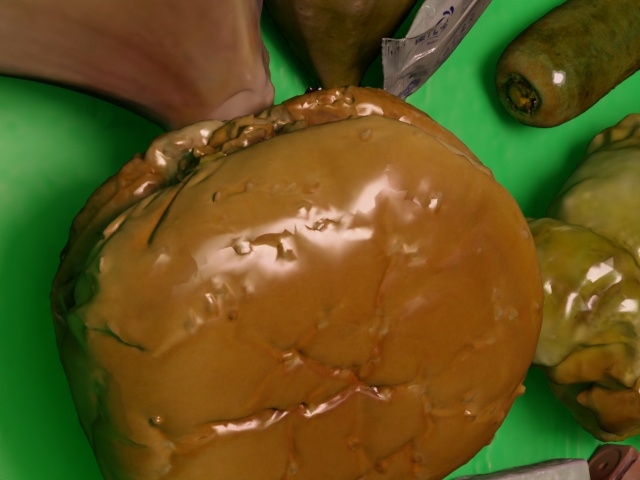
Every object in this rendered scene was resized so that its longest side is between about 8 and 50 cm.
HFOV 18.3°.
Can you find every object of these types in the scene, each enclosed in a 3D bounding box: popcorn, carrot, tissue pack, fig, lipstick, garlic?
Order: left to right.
[{"bbox_3d":[-0.190,-0.201,1.191,0.340,0.246,0.231,2,42,-13],"label":"garlic"},{"bbox_3d":[0.027,-0.172,1.306,0.133,0.126,0.185,-18,92,-41],"label":"fig"},{"bbox_3d":[0.097,-0.168,1.345,0.026,0.122,0.193,34,70,9],"label":"tissue pack"},{"bbox_3d":[0.246,0.209,1.430,0.145,0.045,0.045,47,67,-17],"label":"lipstick"},{"bbox_3d":[0.245,0.037,1.373,0.286,0.174,0.225,-37,108,-26],"label":"popcorn"},{"bbox_3d":[0.260,-0.196,1.457,0.358,0.074,0.074,-39,103,-27],"label":"carrot"}]

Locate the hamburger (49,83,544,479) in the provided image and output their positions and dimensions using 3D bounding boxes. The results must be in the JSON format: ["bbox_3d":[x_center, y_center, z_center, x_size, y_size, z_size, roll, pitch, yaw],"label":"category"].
[{"bbox_3d":[-0.008,0.058,1.193,0.319,0.158,0.318,-11,121,-18],"label":"hamburger"}]

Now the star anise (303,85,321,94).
[{"bbox_3d":[0.008,-0.002,1.284,0.144,0.158,0.140,52,21,24],"label":"star anise"}]

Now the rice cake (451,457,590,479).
[{"bbox_3d":[0.087,0.223,1.348,0.237,0.043,0.127,-10,92,-27],"label":"rice cake"}]
